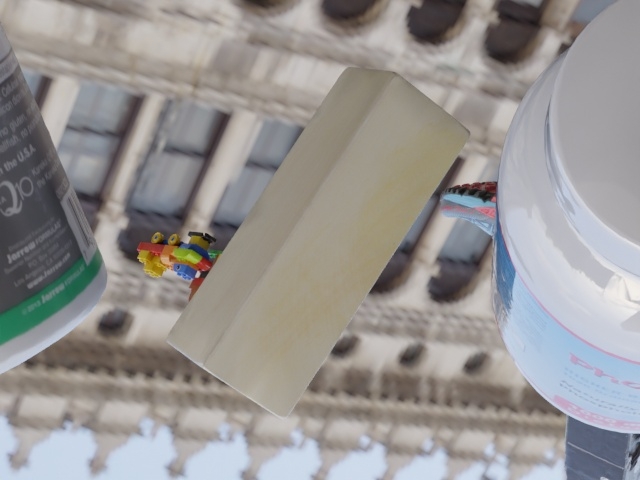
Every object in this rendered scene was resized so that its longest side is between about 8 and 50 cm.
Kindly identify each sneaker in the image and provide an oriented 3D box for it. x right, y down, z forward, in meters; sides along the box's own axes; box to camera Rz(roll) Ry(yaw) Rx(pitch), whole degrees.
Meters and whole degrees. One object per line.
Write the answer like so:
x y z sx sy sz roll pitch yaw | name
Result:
0.234 0.016 1.640 0.262 0.125 0.104 22 -163 29 | sneaker

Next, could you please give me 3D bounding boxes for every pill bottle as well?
-0.297 -0.090 0.999 0.204 0.361 0.204 -19 -161 7 | pill bottle
0.088 -0.004 0.393 0.087 0.087 0.160 33 170 13 | pill bottle

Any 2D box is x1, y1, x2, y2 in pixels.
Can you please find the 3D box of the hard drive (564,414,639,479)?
0.278 0.032 1.236 0.064 0.339 0.237 24 -125 24 | hard drive

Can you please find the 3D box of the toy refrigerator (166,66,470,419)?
0.000 0.000 1.215 0.094 0.269 0.102 36 174 -23 | toy refrigerator

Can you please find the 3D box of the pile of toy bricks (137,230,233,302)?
-0.113 0.061 1.582 0.118 0.105 0.212 36 161 -36 | pile of toy bricks
